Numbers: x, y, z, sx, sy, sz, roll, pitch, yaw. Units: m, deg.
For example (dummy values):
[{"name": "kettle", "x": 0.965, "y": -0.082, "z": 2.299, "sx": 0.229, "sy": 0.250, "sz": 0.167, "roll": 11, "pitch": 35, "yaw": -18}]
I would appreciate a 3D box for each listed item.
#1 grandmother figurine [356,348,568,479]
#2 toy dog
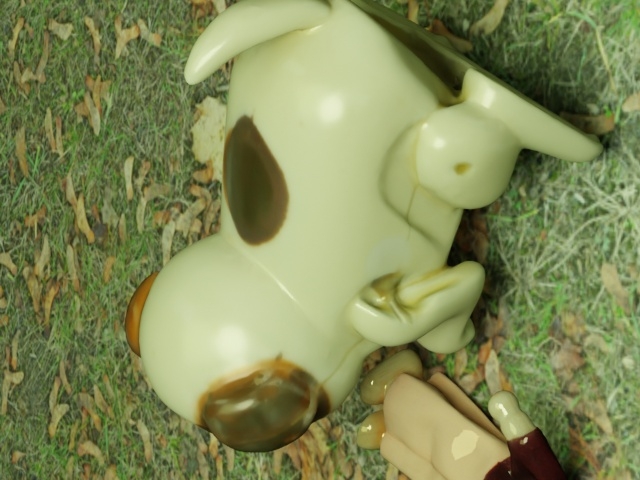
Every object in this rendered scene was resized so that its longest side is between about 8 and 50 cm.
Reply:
[{"name": "grandmother figurine", "x": 0.171, "y": 0.228, "z": 1.507, "sx": 0.342, "sy": 0.104, "sz": 0.208, "roll": 38, "pitch": 146, "yaw": 40}, {"name": "toy dog", "x": 0.000, "y": 0.000, "z": 1.465, "sx": 0.284, "sy": 0.395, "sz": 0.408, "roll": 36, "pitch": 103, "yaw": 34}]
